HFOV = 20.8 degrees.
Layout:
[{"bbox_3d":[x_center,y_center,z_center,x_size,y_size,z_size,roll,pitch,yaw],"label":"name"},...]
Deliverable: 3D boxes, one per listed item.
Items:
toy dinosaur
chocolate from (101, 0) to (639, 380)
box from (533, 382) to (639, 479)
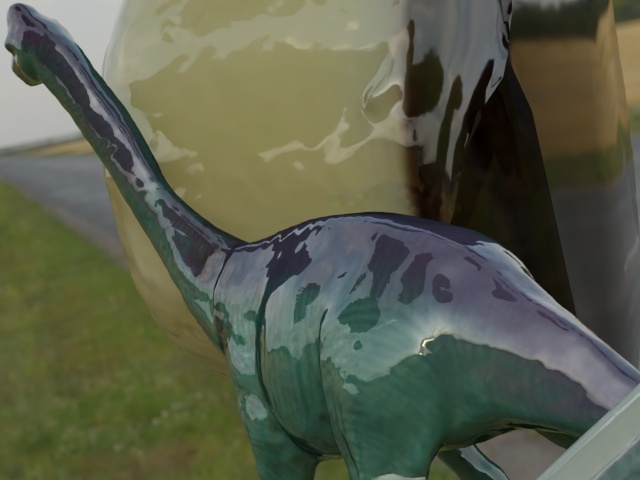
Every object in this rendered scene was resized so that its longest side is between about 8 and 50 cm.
[{"bbox_3d":[0.000,0.000,0.710,0.129,0.331,0.383,-29,2,-30],"label":"toy dinosaur"},{"bbox_3d":[0.019,-0.044,0.964,0.297,0.314,0.326,-11,33,16],"label":"chocolate"},{"bbox_3d":[0.112,0.114,0.414,0.227,0.162,0.130,-44,41,7],"label":"box"}]
